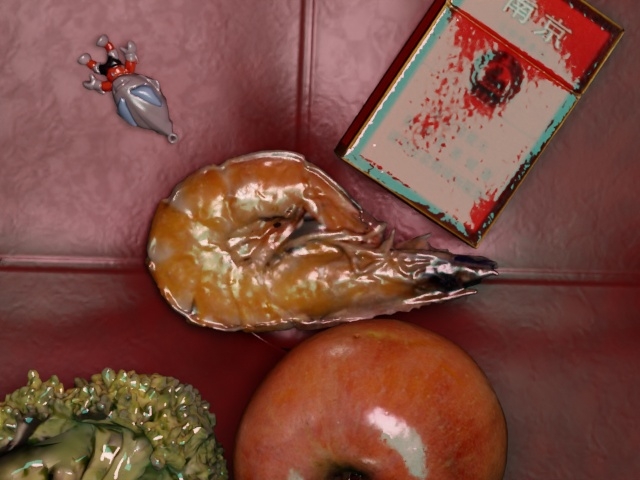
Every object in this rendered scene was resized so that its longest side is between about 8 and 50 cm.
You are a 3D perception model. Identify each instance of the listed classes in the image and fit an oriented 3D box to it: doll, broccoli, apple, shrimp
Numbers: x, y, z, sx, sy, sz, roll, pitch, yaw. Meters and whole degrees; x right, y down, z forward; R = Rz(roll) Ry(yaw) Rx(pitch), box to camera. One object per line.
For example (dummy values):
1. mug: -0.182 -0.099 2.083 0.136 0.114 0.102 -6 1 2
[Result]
1. doll: -0.165 -0.131 1.730 0.057 0.039 0.114 -42 97 -5
2. broccoli: -0.219 0.238 1.685 0.260 0.235 0.288 0 103 -37
3. apple: 0.043 0.190 1.714 0.253 0.253 0.253 -1 97 -6
4. shrimp: 0.000 0.000 1.743 0.317 0.062 0.164 -1 103 4

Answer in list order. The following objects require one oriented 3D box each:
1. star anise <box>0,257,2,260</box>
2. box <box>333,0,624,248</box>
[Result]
1. star anise: -0.373 0.066 1.719 0.195 0.065 0.182 23 93 -5
2. box: 0.141 -0.134 1.749 0.153 0.074 0.240 34 92 -7
